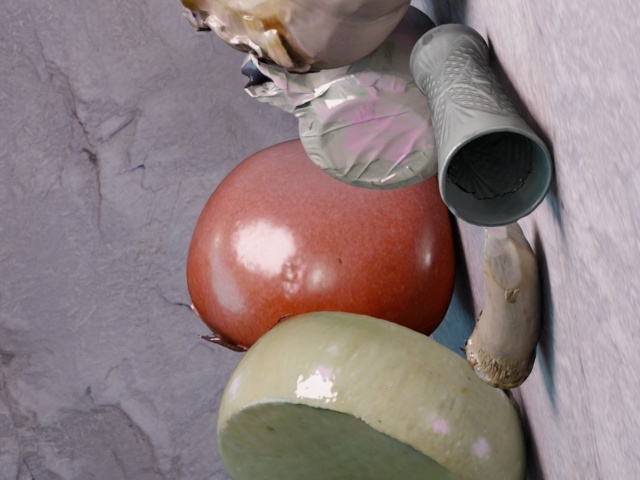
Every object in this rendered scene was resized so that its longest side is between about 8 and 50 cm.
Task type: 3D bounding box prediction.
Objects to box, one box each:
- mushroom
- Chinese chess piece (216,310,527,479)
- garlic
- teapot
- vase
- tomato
[{"bbox_3d":[0.174,0.052,1.727,0.209,0.071,0.084,86,-157,-51],"label":"mushroom"},{"bbox_3d":[0.058,0.224,2.051,0.349,0.349,0.146,81,-151,-51],"label":"Chinese chess piece"},{"bbox_3d":[-0.023,-0.322,1.759,0.241,0.322,0.322,-77,-20,-53],"label":"garlic"},{"bbox_3d":[0.036,-0.162,1.930,0.163,0.221,0.178,88,-173,-45],"label":"teapot"},{"bbox_3d":[0.131,-0.109,1.609,0.219,0.096,0.096,-103,2,-56],"label":"vase"},{"bbox_3d":[0.000,0.000,2.248,0.341,0.341,0.273,-119,32,-77],"label":"tomato"}]
